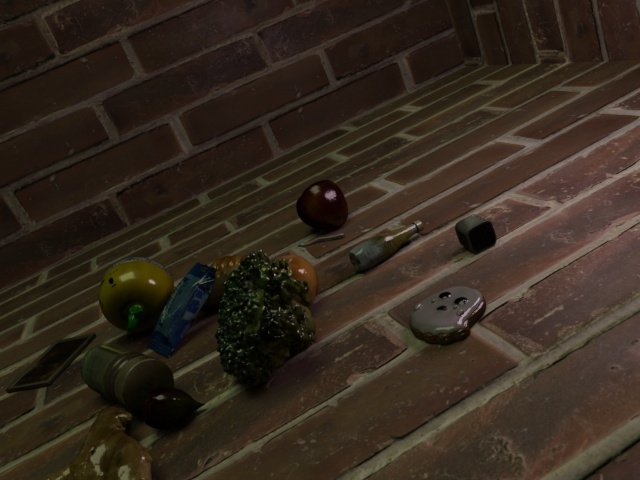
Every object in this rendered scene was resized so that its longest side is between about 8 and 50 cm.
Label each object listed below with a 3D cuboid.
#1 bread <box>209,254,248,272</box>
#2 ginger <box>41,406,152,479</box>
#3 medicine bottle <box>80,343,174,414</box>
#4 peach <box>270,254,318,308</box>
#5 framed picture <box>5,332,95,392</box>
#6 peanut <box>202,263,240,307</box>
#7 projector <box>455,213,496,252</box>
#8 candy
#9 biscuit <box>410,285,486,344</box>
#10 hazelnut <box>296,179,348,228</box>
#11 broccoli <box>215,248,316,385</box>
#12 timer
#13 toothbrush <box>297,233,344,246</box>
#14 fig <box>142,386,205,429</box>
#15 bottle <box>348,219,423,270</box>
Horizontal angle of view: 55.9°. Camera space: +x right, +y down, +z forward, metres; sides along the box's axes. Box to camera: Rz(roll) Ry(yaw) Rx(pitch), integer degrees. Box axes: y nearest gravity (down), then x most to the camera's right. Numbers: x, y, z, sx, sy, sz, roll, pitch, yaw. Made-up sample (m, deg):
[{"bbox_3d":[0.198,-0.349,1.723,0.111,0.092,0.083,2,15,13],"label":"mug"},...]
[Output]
[{"bbox_3d":[-0.337,0.102,2.281,0.177,0.084,0.119,-9,26,23],"label":"bread"},{"bbox_3d":[-0.508,0.512,1.442,0.363,0.122,0.348,-24,28,27],"label":"ginger"},{"bbox_3d":[-0.567,0.389,1.739,0.322,0.151,0.151,2,33,48],"label":"medicine bottle"},{"bbox_3d":[-0.089,0.133,1.831,0.184,0.184,0.184,-20,22,8],"label":"peach"},{"bbox_3d":[-0.983,0.445,2.216,0.211,0.020,0.289,-13,23,23],"label":"framed picture"},{"bbox_3d":[-0.336,0.158,2.088,0.290,0.130,0.130,-14,23,20],"label":"peanut"},{"bbox_3d":[0.453,-0.021,1.760,0.083,0.083,0.082,-26,21,-6],"label":"projector"},{"bbox_3d":[-0.458,0.224,1.995,0.187,0.077,0.331,10,66,55],"label":"candy"},{"bbox_3d":[0.312,0.174,1.498,0.181,0.049,0.208,3,35,47],"label":"biscuit"},{"bbox_3d":[0.018,-0.126,2.351,0.208,0.208,0.208,-20,22,8],"label":"hazelnut"},{"bbox_3d":[-0.159,0.199,1.594,0.272,0.324,0.334,-18,31,-13],"label":"broccoli"},{"bbox_3d":[-0.640,0.215,2.099,0.285,0.285,0.285,-20,22,8],"label":"timer"},{"bbox_3d":[0.000,0.000,2.267,0.204,0.017,0.022,-11,44,29],"label":"toothbrush"},{"bbox_3d":[-0.375,0.427,1.544,0.155,0.103,0.109,3,-28,-15],"label":"fig"},{"bbox_3d":[0.217,0.008,1.938,0.270,0.083,0.083,-28,22,-20],"label":"bottle"}]
